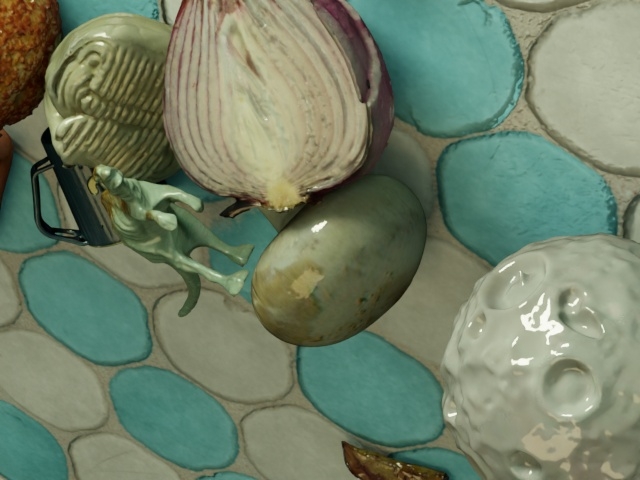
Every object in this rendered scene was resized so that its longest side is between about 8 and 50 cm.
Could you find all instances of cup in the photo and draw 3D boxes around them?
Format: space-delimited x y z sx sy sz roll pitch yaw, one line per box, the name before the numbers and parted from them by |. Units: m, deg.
cup | -0.297 -0.080 2.027 0.176 0.131 0.155 -26 115 -6

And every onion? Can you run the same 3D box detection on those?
onion | -0.050 -0.215 1.759 0.267 0.159 0.348 -4 111 23

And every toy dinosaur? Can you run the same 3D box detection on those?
toy dinosaur | -0.174 0.007 1.946 0.206 0.092 0.393 23 165 6

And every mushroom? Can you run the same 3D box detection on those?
mushroom | 0.000 0.000 1.890 0.244 0.243 0.243 17 135 17

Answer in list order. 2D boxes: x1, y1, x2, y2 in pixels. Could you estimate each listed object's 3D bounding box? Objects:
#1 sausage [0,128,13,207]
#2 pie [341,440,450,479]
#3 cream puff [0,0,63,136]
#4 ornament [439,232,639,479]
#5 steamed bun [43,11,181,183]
sausage | -0.500 -0.061 2.199 0.114 0.113 0.259 30 136 3
pie | 0.109 0.342 2.261 0.170 0.034 0.092 14 131 19
cream puff | -0.405 -0.223 1.906 0.164 0.240 0.240 28 138 -6
ornament | 0.295 0.147 1.746 0.337 0.337 0.337 17 135 17
steamed bun | -0.239 -0.186 1.892 0.218 0.144 0.211 11 127 -34
